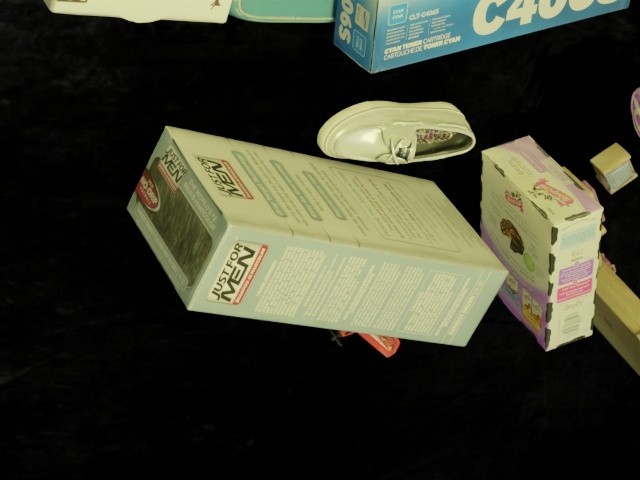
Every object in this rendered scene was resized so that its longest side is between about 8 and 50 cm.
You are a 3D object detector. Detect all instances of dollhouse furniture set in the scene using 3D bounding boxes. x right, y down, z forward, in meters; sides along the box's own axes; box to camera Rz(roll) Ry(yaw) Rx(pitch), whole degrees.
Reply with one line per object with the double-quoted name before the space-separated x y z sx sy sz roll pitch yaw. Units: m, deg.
"dollhouse furniture set" 0.472 -0.005 2.119 0.303 0.198 0.286 -33 135 -5

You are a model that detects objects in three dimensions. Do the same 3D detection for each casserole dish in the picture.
"casserole dish" -0.023 -0.269 1.728 0.188 0.037 0.114 -2 125 -28

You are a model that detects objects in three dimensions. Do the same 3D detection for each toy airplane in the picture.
"toy airplane" 0.070 0.072 2.059 0.151 0.028 0.151 -13 126 -19

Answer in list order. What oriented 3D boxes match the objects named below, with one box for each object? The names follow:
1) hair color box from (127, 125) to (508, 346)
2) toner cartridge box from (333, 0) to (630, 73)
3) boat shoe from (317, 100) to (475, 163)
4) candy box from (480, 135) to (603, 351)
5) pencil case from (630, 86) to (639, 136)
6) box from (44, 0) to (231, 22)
"hair color box" 0.000 0.000 1.849 0.374 0.185 0.113 10 119 -36
"toner cartridge box" 0.184 -0.295 1.777 0.348 0.075 0.165 -18 131 -28
"boat shoe" 0.088 -0.112 1.899 0.184 0.063 0.066 -2 125 -30
"candy box" 0.257 0.003 2.020 0.070 0.165 0.196 -18 132 -18
"pencil case" 0.479 -0.174 2.066 0.206 0.088 0.086 -21 131 -14
"box" -0.164 -0.306 1.557 0.181 0.119 0.182 -1 125 -31
